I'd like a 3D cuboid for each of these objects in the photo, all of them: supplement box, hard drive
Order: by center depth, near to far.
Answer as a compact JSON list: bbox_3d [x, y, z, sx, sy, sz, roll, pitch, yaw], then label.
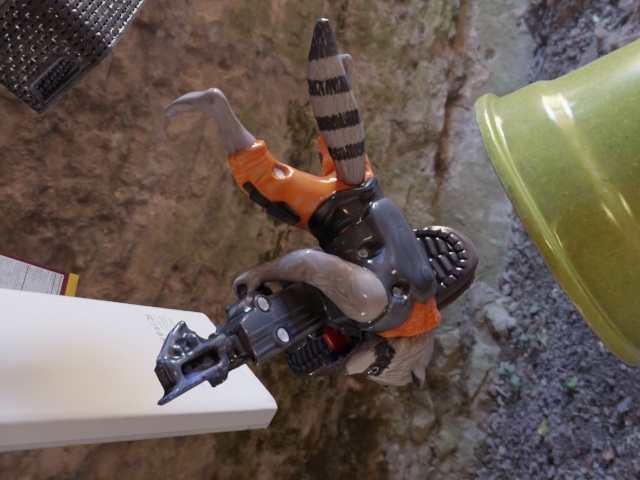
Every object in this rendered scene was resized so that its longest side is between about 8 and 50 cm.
[{"bbox_3d":[-0.248,0.145,0.606,0.233,0.353,0.047,37,103,42],"label":"hard drive"},{"bbox_3d":[-0.627,0.130,0.998,0.191,0.194,0.129,-29,49,33],"label":"supplement box"}]

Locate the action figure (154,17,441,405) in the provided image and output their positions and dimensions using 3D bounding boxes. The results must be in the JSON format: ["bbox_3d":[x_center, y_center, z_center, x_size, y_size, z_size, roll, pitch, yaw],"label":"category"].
[{"bbox_3d":[0.000,0.000,0.455,0.179,0.330,0.341,-23,7,39],"label":"action figure"}]

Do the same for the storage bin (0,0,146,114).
[{"bbox_3d":[-0.261,-0.231,0.521,0.122,0.084,0.180,-25,40,27],"label":"storage bin"}]

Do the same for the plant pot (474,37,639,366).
[{"bbox_3d":[0.310,-0.073,0.403,0.254,0.276,0.276,-33,30,32],"label":"plant pot"}]

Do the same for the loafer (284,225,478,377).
[{"bbox_3d":[0.101,0.106,0.827,0.366,0.130,0.133,-36,54,25],"label":"loafer"}]
